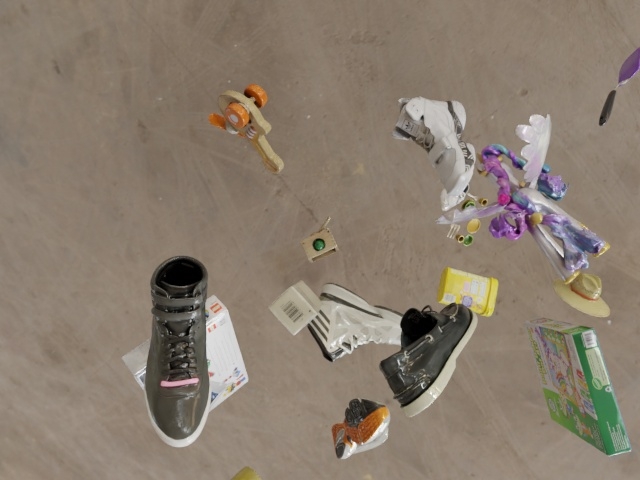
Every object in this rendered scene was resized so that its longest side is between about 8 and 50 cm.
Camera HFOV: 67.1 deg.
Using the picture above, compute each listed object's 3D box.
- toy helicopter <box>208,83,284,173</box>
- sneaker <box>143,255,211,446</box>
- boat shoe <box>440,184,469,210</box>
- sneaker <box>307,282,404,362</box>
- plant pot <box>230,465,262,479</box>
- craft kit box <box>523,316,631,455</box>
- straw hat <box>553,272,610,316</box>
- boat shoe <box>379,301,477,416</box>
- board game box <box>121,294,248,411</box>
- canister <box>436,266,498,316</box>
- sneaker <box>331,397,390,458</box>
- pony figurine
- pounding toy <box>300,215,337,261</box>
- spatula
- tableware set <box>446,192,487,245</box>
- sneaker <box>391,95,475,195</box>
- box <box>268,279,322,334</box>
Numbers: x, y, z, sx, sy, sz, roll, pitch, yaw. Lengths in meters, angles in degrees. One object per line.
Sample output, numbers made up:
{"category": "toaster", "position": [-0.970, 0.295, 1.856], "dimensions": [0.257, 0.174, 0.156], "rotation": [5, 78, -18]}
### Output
{"category": "toy helicopter", "position": [-0.254, -0.383, 1.748], "dimensions": [0.234, 0.140, 0.355], "rotation": [8, 143, 42]}
{"category": "sneaker", "position": [-0.225, 0.153, 0.749], "dimensions": [0.104, 0.296, 0.147], "rotation": [-1, 142, -13]}
{"category": "boat shoe", "position": [0.452, -0.150, 1.613], "dimensions": [0.063, 0.184, 0.066], "rotation": [-5, 107, 35]}
{"category": "sneaker", "position": [0.154, 0.357, 1.729], "dimensions": [0.447, 0.258, 0.169], "rotation": [24, 156, 15]}
{"category": "plant pot", "position": [-0.176, 0.585, 1.057], "dimensions": [0.134, 0.095, 0.134], "rotation": [25, 124, 45]}
{"category": "craft kit box", "position": [0.554, 0.304, 1.067], "dimensions": [0.060, 0.246, 0.250], "rotation": [-15, 85, 3]}
{"category": "straw hat", "position": [0.630, 0.111, 1.142], "dimensions": [0.144, 0.144, 0.061], "rotation": [25, 120, 13]}
{"category": "boat shoe", "position": [0.195, 0.180, 0.899], "dimensions": [0.113, 0.340, 0.127], "rotation": [46, 128, 6]}
{"category": "board game box", "position": [-0.252, 0.260, 0.965], "dimensions": [0.053, 0.193, 0.305], "rotation": [40, 151, 29]}
{"category": "canister", "position": [0.476, 0.164, 1.569], "dimensions": [0.169, 0.126, 0.073], "rotation": [15, 166, 0]}
{"category": "sneaker", "position": [0.117, 0.432, 1.132], "dimensions": [0.120, 0.099, 0.262], "rotation": [-1, 146, -22]}
{"category": "pony figurine", "position": [0.450, -0.081, 1.068], "dimensions": [0.303, 0.351, 0.363], "rotation": [-45, 73, 22]}
{"category": "pounding toy", "position": [0.000, 0.000, 1.670], "dimensions": [0.130, 0.141, 0.100], "rotation": [-25, 79, 1]}
{"category": "spatula", "position": [0.813, -0.413, 1.320], "dimensions": [0.030, 0.296, 0.084], "rotation": [35, 157, 5]}
{"category": "tableware set", "position": [0.452, -0.060, 1.455], "dimensions": [0.103, 0.024, 0.154], "rotation": [17, 104, -27]}
{"category": "sneaker", "position": [0.330, -0.294, 1.450], "dimensions": [0.210, 0.366, 0.137], "rotation": [10, 145, -10]}
{"category": "box", "position": [-0.068, 0.194, 1.446], "dimensions": [0.094, 0.275, 0.113], "rotation": [-43, 85, 1]}
